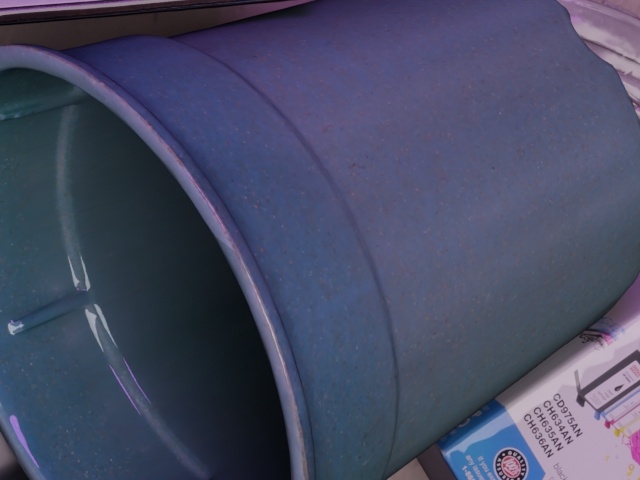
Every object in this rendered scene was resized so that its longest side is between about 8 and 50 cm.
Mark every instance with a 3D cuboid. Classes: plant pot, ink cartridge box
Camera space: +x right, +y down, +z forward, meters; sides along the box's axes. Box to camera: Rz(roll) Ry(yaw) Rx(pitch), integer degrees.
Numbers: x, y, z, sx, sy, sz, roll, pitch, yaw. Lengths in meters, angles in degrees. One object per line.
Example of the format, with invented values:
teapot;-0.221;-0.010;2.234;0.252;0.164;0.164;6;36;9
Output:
plant pot;0.000;0.000;1.071;0.334;0.341;0.341;-25;109;-34
ink cartridge box;0.192;0.122;1.251;0.232;0.168;0.171;-34;107;-7

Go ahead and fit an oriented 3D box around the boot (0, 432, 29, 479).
boot;-0.192;0.155;1.194;0.207;0.094;0.246;-40;102;-8

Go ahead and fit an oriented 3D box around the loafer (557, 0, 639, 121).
loafer;0.205;-0.087;1.213;0.319;0.112;0.111;19;76;-1

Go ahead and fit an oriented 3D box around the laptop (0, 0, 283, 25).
laptop;-0.224;-0.334;1.017;0.382;0.408;0.236;-7;137;-13
